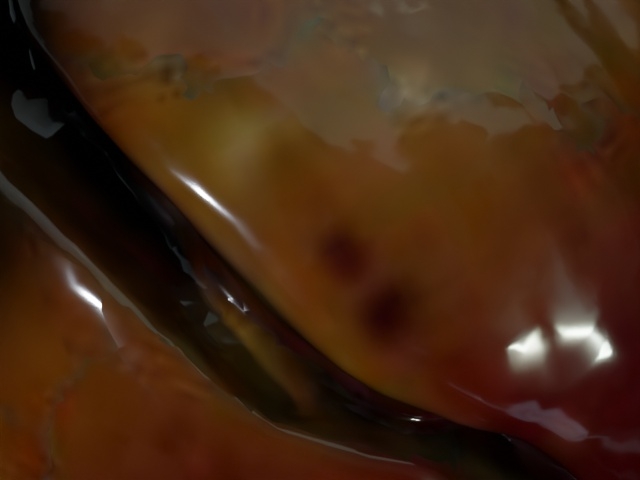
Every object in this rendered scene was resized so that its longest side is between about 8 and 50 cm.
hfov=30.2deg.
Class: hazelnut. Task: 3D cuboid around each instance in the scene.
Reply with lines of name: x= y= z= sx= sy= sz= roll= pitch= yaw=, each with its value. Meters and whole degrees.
hazelnut: x=0.000 y=0.000 z=0.538 sx=0.402 sy=0.402 sz=0.429 roll=-2 pitch=-159 yaw=21
